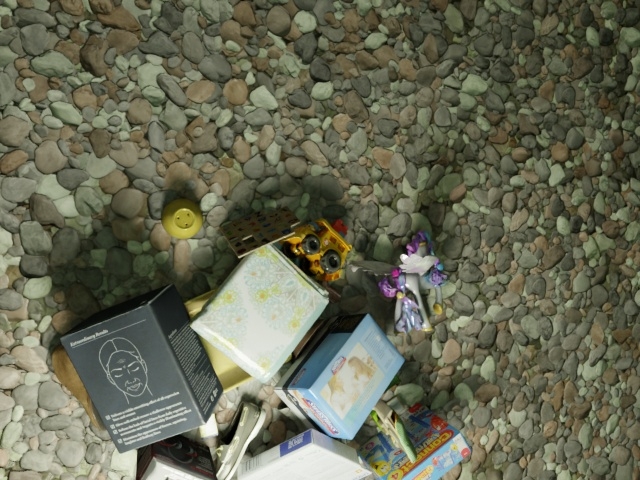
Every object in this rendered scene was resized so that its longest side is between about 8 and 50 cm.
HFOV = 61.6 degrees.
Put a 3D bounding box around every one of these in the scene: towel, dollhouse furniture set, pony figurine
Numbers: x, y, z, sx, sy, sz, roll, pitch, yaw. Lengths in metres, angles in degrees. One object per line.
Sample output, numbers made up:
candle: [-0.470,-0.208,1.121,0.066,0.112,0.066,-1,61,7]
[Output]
towel: [-0.184,0.223,1.737,0.320,0.090,0.374,43,73,-16]
dollhouse furniture set: [0.275,0.601,1.874,0.151,0.301,0.198,-34,100,-11]
pony figurine: [0.315,0.141,1.912,0.351,0.302,0.364,-7,92,-50]

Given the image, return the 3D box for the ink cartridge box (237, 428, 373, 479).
ink cartridge box: [-0.049,0.763,1.796,0.324,0.071,0.330,-33,131,21]

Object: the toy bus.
toy bus: [0.000,0.000,1.828,0.220,0.149,0.211,43,61,-24]

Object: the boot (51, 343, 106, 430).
boot: [-0.732,0.451,1.667,0.115,0.112,0.305,-12,102,13]

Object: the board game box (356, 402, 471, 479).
board game box: [0.320,0.744,1.896,0.308,0.302,0.086,-33,102,-14]

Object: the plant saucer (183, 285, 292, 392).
plant saucer: [-0.305,0.311,1.791,0.332,0.081,0.333,-24,100,-16]

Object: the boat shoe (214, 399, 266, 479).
boat shoe: [-0.298,0.685,1.799,0.091,0.109,0.305,35,76,-16]

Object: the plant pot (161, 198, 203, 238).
plant pot: [-0.440,-0.069,1.720,0.134,0.095,0.134,-1,93,-17]

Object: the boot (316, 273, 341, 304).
boot: [0.041,0.163,1.917,0.114,0.037,0.106,38,94,-13]

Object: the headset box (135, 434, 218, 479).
headset box: [-0.444,0.704,1.652,0.218,0.293,0.110,30,84,-16]

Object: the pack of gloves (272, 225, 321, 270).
pack of gloves: [-0.104,0.042,1.872,0.195,0.046,0.232,22,85,-32]

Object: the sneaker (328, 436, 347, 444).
sneaker: [0.023,0.794,1.924,0.106,0.078,0.234,14,84,-15]

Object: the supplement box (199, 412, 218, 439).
supplement box: [-0.378,0.599,1.778,0.056,0.083,0.083,-11,95,-17]

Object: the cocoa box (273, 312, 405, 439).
cocoa box: [0.067,0.442,1.783,0.231,0.228,0.347,52,56,-13]

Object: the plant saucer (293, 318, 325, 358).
plant saucer: [-0.043,0.332,1.843,0.029,0.168,0.168,38,80,10]

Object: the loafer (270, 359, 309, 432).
loafer: [-0.094,0.567,1.862,0.111,0.112,0.319,-23,93,-8]

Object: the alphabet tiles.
alphabet tiles: [-0.193,-0.041,1.759,0.237,0.198,0.009,-24,128,-16]

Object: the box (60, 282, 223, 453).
box: [-0.520,0.377,1.608,0.293,0.212,0.396,-21,100,8]
